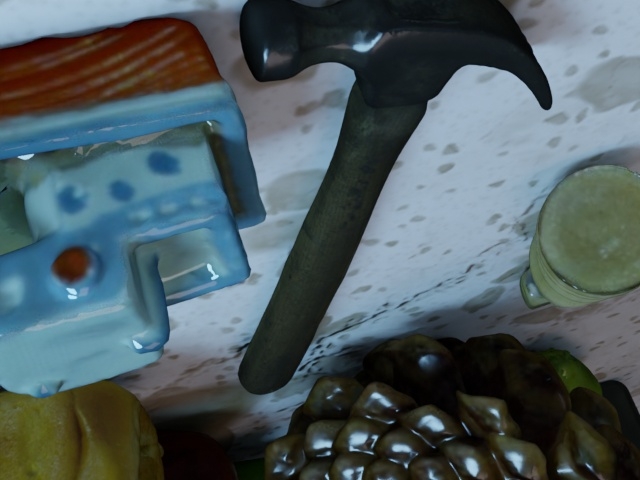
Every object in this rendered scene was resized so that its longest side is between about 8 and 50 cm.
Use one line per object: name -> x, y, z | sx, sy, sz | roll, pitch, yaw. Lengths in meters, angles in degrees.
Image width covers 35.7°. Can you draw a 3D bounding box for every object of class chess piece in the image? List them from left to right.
chess piece -> 0.200, 0.014, 0.748 | 0.090, 0.090, 0.200 | -19, 165, 3

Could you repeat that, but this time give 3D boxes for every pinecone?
pinecone -> 0.133, 0.254, 0.893 | 0.384, 0.384, 0.384 | -14, 154, -7

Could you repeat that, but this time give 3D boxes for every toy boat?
toy boat -> -0.187, 0.016, 0.447 | 0.332, 0.133, 0.145 | -15, 155, -4

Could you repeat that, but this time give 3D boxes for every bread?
bread -> -0.261, 0.205, 0.732 | 0.294, 0.167, 0.132 | -13, 146, 5

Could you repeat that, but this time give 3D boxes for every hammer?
hammer -> 0.000, 0.000, 0.631 | 0.168, 0.044, 0.440 | -6, 152, -18

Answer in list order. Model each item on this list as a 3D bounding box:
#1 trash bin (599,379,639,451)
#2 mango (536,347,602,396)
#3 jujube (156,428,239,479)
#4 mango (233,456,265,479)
trash bin -> 0.338, 0.298, 1.285 | 0.122, 0.164, 0.240 | -13, 151, -10
mango -> 0.251, 0.157, 1.055 | 0.091, 0.074, 0.165 | -14, 142, 8
jujube -> -0.194, 0.265, 0.879 | 0.255, 0.190, 0.190 | -21, 159, -31
mango -> -0.137, 0.341, 1.046 | 0.382, 0.201, 0.225 | -26, 163, -11
